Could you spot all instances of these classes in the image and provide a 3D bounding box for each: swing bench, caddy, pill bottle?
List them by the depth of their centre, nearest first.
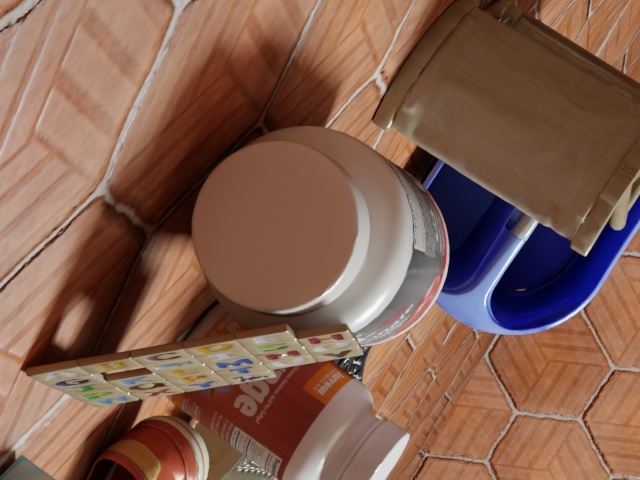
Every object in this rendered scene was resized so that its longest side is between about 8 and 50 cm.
[{"bbox_3d":[0.000,0.000,1.379,0.176,0.176,0.318,-57,167,4],"label":"pill bottle"},{"bbox_3d":[-0.030,0.158,1.560,0.121,0.216,0.121,-52,167,-18],"label":"pill bottle"},{"bbox_3d":[0.228,-0.128,1.718,0.165,0.253,0.254,-60,167,14],"label":"swing bench"},{"bbox_3d":[0.249,-0.056,1.939,0.341,0.241,0.179,-59,-175,11],"label":"caddy"}]

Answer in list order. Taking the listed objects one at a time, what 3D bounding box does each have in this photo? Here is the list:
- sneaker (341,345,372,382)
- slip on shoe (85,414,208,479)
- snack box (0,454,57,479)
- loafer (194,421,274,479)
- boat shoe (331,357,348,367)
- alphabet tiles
[{"bbox_3d":[0.002,0.123,1.927,0.084,0.097,0.235,20,86,-44],"label":"sneaker"},{"bbox_3d":[-0.206,0.313,1.545,0.101,0.123,0.331,-13,131,-58],"label":"slip on shoe"},{"bbox_3d":[-0.294,0.330,1.375,0.187,0.060,0.322,-47,164,-34],"label":"snack box"},{"bbox_3d":[-0.129,0.252,1.712,0.268,0.092,0.102,-43,141,9],"label":"loafer"},{"bbox_3d":[-0.031,0.170,1.831,0.306,0.105,0.113,-56,167,-1],"label":"boat shoe"},{"bbox_3d":[-0.088,0.098,1.298,0.198,0.237,0.009,60,21,-75],"label":"alphabet tiles"}]
